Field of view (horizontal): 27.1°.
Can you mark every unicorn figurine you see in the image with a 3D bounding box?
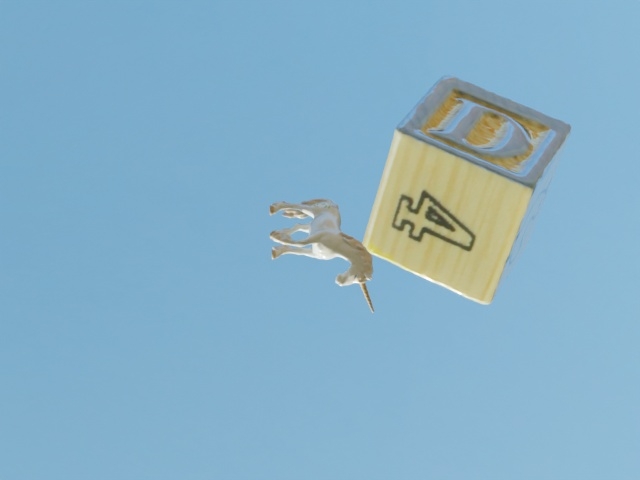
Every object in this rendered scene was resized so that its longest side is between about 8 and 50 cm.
[{"bbox_3d":[0.000,0.000,1.474,0.111,0.060,0.162,-1,-132,-4],"label":"unicorn figurine"}]

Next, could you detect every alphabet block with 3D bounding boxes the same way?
[{"bbox_3d":[0.191,-0.070,1.747,0.192,0.193,0.197,-47,-22,-50],"label":"alphabet block"}]
